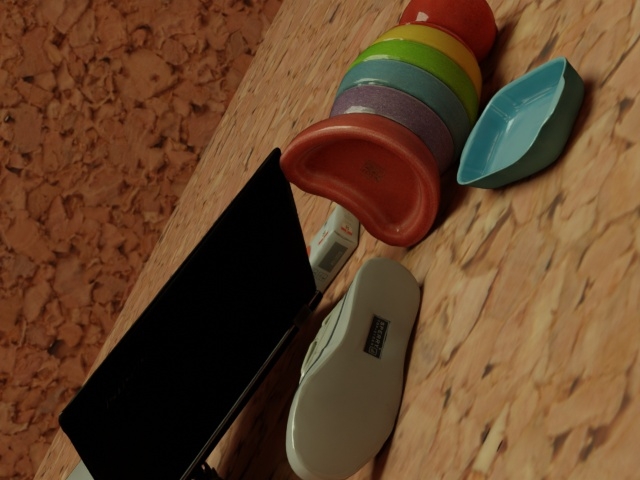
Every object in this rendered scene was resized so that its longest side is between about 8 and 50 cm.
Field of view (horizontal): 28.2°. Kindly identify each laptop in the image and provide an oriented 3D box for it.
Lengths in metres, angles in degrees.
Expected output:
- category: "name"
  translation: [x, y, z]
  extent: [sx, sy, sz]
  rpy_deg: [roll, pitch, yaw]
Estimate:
- category: "laptop"
  translation: [-0.196, 0.127, 1.479]
  extent: [0.408, 0.236, 0.382]
  rpy_deg: [-7, 39, 53]

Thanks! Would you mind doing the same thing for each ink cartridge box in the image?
- category: "ink cartridge box"
  translation: [0.000, 0.000, 1.688]
  extent: [0.145, 0.045, 0.179]
  rpy_deg: [-54, 18, 29]

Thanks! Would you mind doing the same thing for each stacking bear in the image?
- category: "stacking bear"
  translation: [0.105, -0.167, 1.399]
  extent: [0.289, 0.175, 0.164]
  rpy_deg: [-62, 8, -33]

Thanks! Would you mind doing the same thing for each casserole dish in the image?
- category: "casserole dish"
  translation: [0.189, -0.103, 1.189]
  extent: [0.114, 0.037, 0.188]
  rpy_deg: [-66, 13, -16]

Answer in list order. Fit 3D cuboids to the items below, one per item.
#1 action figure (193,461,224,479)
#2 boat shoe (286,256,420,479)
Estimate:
- category: "action figure"
  translation: [-0.175, 0.343, 1.522]
  extent: [0.185, 0.099, 0.285]
  rpy_deg: [-48, 15, -25]
- category: "boat shoe"
  translation: [0.022, 0.132, 1.231]
  extent: [0.088, 0.096, 0.268]
  rpy_deg: [-54, 14, 47]
